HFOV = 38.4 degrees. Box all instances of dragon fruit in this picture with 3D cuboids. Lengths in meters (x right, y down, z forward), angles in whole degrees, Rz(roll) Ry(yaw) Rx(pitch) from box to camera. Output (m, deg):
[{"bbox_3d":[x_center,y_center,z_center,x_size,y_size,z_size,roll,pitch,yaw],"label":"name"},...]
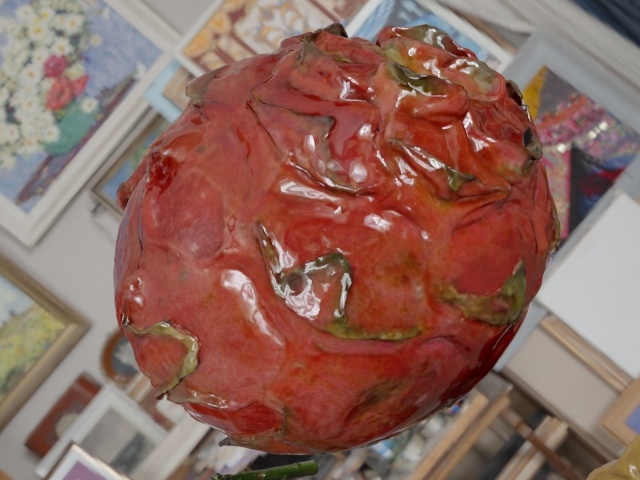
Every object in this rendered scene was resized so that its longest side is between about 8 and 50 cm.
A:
[{"bbox_3d":[0.007,-0.001,0.503,0.252,0.241,0.241,-55,6,-2],"label":"dragon fruit"}]

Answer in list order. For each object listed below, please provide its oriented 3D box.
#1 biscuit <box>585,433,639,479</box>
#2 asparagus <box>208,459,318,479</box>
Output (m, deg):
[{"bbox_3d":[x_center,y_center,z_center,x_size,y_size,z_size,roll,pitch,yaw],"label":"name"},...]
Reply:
[{"bbox_3d":[0.408,0.330,0.911,0.057,0.312,0.351,-19,-30,-43],"label":"biscuit"},{"bbox_3d":[-0.055,0.231,0.907,0.015,0.127,0.018,39,118,46],"label":"asparagus"}]
